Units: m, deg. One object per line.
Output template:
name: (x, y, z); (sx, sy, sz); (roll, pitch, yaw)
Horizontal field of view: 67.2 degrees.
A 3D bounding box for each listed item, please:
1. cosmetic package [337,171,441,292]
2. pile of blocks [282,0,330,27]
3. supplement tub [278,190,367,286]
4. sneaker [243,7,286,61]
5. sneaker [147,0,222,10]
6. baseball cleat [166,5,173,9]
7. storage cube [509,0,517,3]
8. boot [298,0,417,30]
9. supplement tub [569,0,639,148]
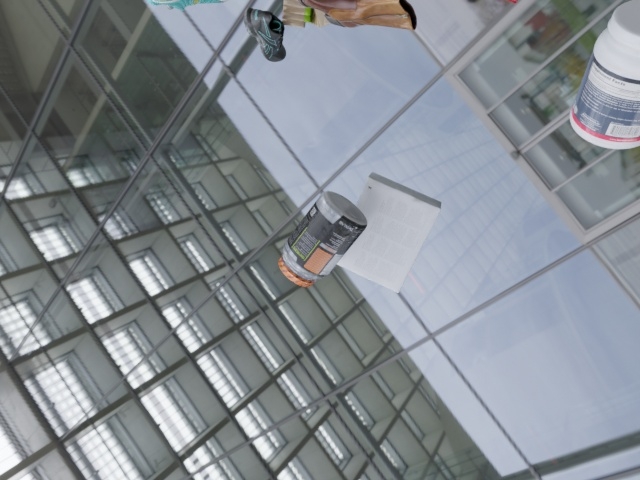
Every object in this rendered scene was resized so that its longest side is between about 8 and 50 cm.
cosmetic package: (0.244, -0.028, 1.814); (0.284, 0.377, 0.097); (24, -155, 5)
pile of blocks: (0.037, -0.844, 1.707); (0.113, 0.362, 0.149); (-53, -51, -65)
supplement tub: (0.000, 0.000, 1.681); (0.193, 0.316, 0.194); (33, -158, -15)
sneaker: (-0.174, -0.731, 1.736); (0.267, 0.106, 0.101); (29, -114, -67)
sneaker: (-0.395, -0.745, 1.435); (0.275, 0.110, 0.107); (-23, -92, -43)
baseball cleat: (-0.534, -0.958, 1.829); (0.109, 0.206, 0.072); (15, -122, -13)
storage cube: (0.328, -0.591, 0.893); (0.193, 0.184, 0.215); (23, -131, 0)
boot: (0.094, -0.644, 1.306); (0.280, 0.096, 0.264); (24, -179, 34)
supplement tub: (0.683, -0.357, 1.057); (0.272, 0.191, 0.191); (80, 180, -52)
